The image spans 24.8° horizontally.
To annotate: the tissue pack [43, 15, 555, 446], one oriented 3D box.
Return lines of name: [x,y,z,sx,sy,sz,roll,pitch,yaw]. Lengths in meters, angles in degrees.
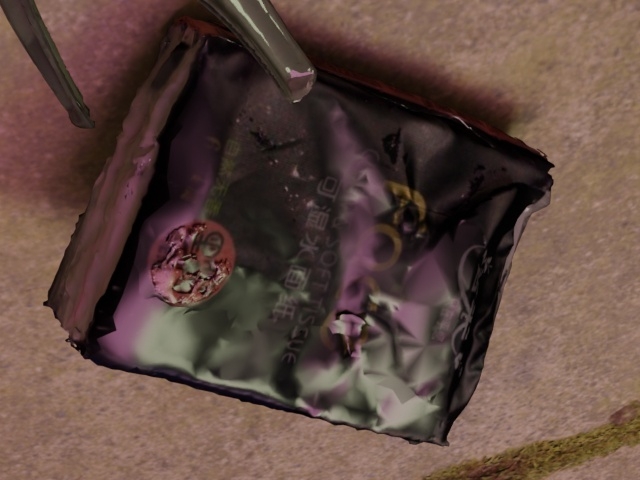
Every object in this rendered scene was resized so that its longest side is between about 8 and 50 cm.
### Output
tissue pack: [0.000,0.000,1.034,0.332,0.123,0.245,18,101,-34]

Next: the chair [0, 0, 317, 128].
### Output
chair: [-0.143,-0.193,0.743,0.190,0.203,0.274,-15,148,16]
